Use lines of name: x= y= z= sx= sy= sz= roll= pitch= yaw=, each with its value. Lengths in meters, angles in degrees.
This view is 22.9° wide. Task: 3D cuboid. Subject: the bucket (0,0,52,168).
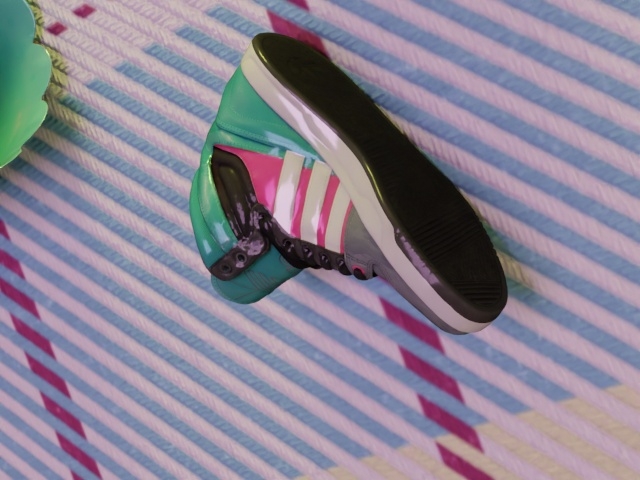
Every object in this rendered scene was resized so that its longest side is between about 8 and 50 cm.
bucket: x=-0.403 y=-0.135 z=1.414 sx=0.183 sy=0.281 sz=0.281 roll=-34 pitch=80 yaw=48

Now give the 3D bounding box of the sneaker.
sneaker: x=0.000 y=0.000 z=1.214 sx=0.295 sy=0.124 sz=0.178 roll=51 pitch=123 yaw=26
